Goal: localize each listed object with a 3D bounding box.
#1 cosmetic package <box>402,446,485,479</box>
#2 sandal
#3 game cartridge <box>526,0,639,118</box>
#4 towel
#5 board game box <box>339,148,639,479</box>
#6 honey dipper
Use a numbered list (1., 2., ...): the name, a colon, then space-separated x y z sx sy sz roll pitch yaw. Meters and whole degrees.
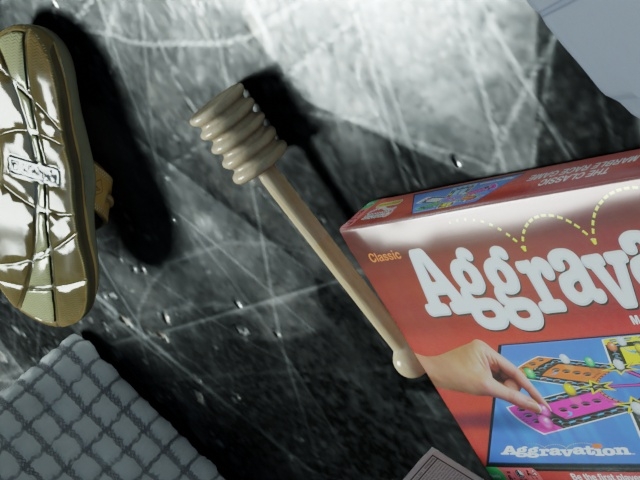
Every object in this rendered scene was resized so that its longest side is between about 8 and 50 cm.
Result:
1. cosmetic package: 0.084 0.207 0.868 0.099 0.060 0.239 32 151 28
2. sandal: -0.138 -0.033 0.914 0.072 0.049 0.180 20 124 29
3. game cartridge: 0.037 -0.150 0.480 0.294 0.060 0.196 50 178 -2
4. towel: -0.142 0.235 1.028 0.283 0.235 0.121 43 153 9
5. board game box: 0.132 0.033 0.674 0.281 0.027 0.145 -10 115 54
6. honey dipper: 0.000 0.000 0.795 0.161 0.030 0.030 53 148 -11
